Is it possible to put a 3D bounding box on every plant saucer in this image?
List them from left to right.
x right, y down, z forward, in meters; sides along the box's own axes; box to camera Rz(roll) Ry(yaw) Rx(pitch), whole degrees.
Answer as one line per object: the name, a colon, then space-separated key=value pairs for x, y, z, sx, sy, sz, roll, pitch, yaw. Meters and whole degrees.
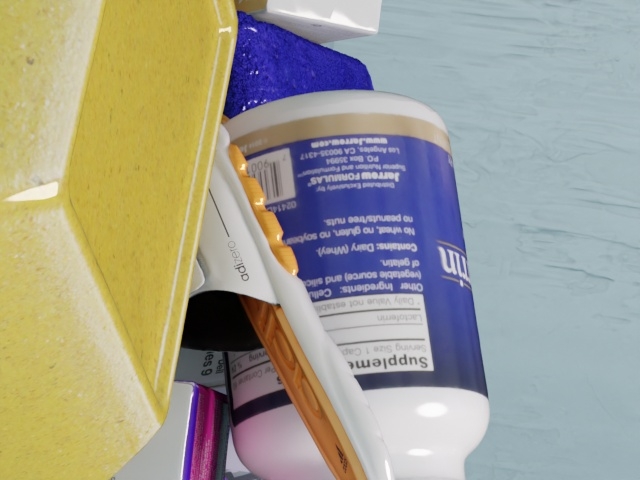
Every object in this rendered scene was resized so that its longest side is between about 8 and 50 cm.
plant saucer: x=-0.106 y=-0.068 z=0.859 sx=0.333 sy=0.081 sz=0.333 roll=78 pitch=19 yaw=-62

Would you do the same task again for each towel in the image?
towel: x=0.000 y=0.000 z=1.383 sx=0.227 sy=0.076 sz=0.308 roll=12 pitch=68 yaw=-71

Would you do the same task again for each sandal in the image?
sandal: x=-0.048 y=0.039 z=1.007 sx=0.265 sy=0.076 sz=0.102 roll=60 pitch=-16 yaw=23

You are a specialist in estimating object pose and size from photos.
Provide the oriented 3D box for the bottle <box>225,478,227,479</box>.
bottle: x=-0.110 y=0.233 z=1.353 sx=0.092 sy=0.118 sz=0.283 roll=51 pitch=-33 yaw=42

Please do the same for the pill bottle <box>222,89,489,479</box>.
pill bottle: x=0.017 y=0.059 z=1.126 sx=0.153 sy=0.153 sz=0.265 roll=85 pitch=-2 yaw=-73

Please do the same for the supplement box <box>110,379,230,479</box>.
supplement box: x=-0.117 y=0.132 z=1.083 sx=0.220 sy=0.111 sz=0.114 roll=76 pitch=20 yaw=-82

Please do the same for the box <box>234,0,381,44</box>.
box: x=-0.027 y=-0.215 z=1.418 sx=0.170 sy=0.091 sz=0.130 roll=1 pitch=-97 yaw=63

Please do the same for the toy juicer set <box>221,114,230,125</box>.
toy juicer set: x=-0.099 y=-0.035 z=1.208 sx=0.209 sy=0.089 sz=0.329 roll=-79 pitch=175 yaw=-48

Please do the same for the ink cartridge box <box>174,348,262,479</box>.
ink cartridge box: x=-0.045 y=0.150 z=1.485 sx=0.211 sy=0.121 sz=0.289 roll=-79 pitch=153 yaw=-53
